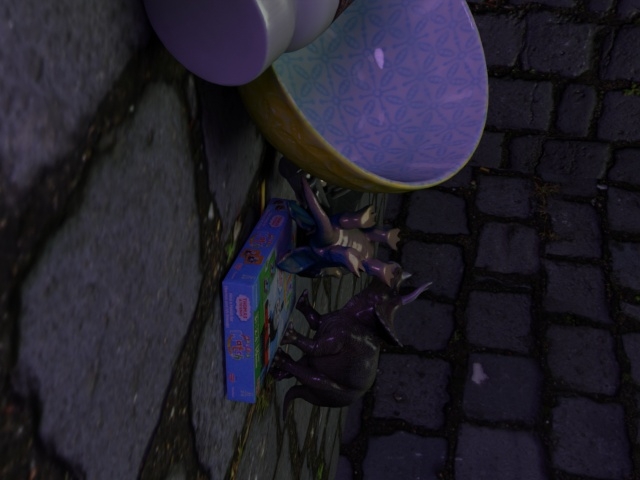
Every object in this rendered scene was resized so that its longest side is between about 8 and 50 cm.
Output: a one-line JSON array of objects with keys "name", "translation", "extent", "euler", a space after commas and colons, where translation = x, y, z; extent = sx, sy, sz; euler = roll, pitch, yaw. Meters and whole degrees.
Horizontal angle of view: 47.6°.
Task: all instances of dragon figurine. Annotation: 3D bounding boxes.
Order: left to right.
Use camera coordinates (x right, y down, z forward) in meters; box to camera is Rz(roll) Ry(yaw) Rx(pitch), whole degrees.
[{"name": "dragon figurine", "translation": [0.000, 0.000, 0.856], "extent": [0.289, 0.144, 0.085], "euler": [22, 75, -60]}]

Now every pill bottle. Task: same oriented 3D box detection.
[{"name": "pill bottle", "translation": [-0.022, -0.215, 0.532], "extent": [0.221, 0.121, 0.121], "euler": [-53, 155, -35]}]

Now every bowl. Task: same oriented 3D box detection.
[{"name": "bowl", "translation": [0.013, -0.171, 0.725], "extent": [0.156, 0.290, 0.289], "euler": [-20, -128, 50]}]

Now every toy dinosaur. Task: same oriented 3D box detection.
[{"name": "toy dinosaur", "translation": [0.018, 0.169, 1.000], "extent": [0.121, 0.161, 0.313], "euler": [-68, -179, -66]}]

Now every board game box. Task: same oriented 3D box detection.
[{"name": "board game box", "translation": [-0.068, 0.064, 0.874], "extent": [0.211, 0.039, 0.160], "euler": [-70, 164, -60]}]

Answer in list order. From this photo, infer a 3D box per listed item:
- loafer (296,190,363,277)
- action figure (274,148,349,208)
[{"name": "loafer", "translation": [0.011, -0.072, 1.202], "extent": [0.109, 0.095, 0.302], "euler": [44, 42, -41]}, {"name": "action figure", "translation": [0.001, -0.159, 0.942], "extent": [0.285, 0.099, 0.185], "euler": [-77, 165, -45]}]
